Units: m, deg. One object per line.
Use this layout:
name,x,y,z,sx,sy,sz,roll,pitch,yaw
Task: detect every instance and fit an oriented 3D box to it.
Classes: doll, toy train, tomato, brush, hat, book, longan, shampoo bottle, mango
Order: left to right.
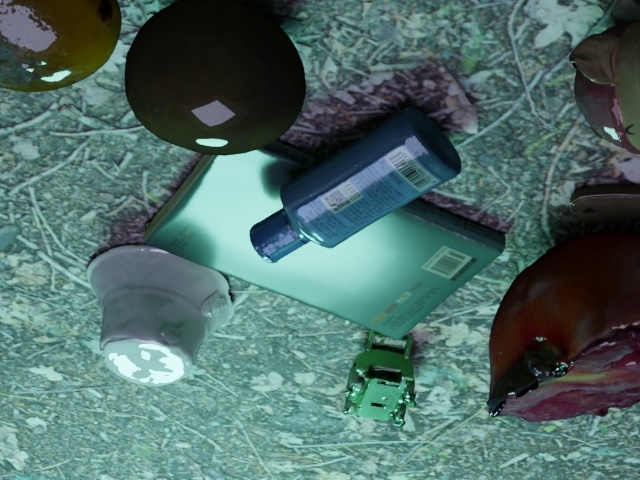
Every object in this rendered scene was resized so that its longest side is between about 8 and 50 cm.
mango,-0.351,-0.254,1.624,0.316,0.146,0.193,21,144,6
hat,-0.219,0.108,2.106,0.203,0.126,0.203,8,144,6
longan,-0.106,-0.168,1.673,0.189,0.189,0.189,5,144,4
book,0.000,0.000,1.996,0.379,0.031,0.264,23,141,-20
shampoo bottle,0.029,-0.053,1.851,0.258,0.061,0.104,-31,127,25
toy train,0.082,0.191,2.212,0.099,0.081,0.149,9,150,-3
tomato,0.348,0.094,1.953,0.289,0.176,0.335,5,150,-34
doll,0.380,-0.158,1.610,0.255,0.152,0.196,-15,126,35
brush,0.447,-0.036,1.842,0.327,0.065,0.070,-3,146,16
